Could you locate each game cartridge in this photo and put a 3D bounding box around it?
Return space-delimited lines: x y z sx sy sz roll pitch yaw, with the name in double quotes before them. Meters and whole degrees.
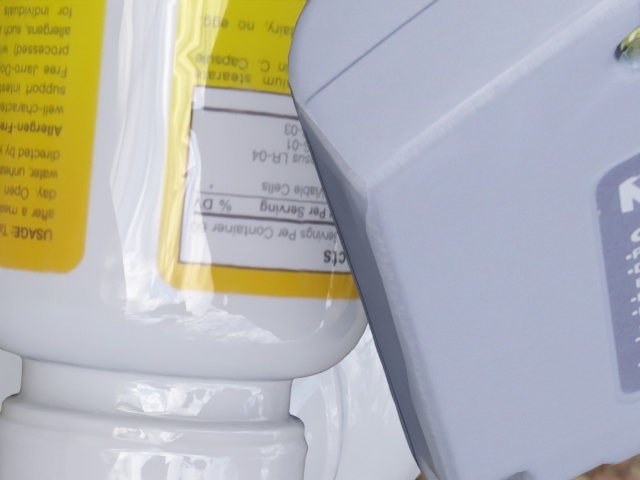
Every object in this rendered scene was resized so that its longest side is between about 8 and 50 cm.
"game cartridge" 0.139 -0.054 0.426 0.294 0.060 0.196 -26 151 -5

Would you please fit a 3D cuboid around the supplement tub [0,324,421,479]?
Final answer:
"supplement tub" 0.000 0.000 0.906 0.316 0.228 0.228 -34 132 -46

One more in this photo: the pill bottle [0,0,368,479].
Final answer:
"pill bottle" -0.040 -0.026 0.534 0.118 0.118 0.208 4 91 -55
